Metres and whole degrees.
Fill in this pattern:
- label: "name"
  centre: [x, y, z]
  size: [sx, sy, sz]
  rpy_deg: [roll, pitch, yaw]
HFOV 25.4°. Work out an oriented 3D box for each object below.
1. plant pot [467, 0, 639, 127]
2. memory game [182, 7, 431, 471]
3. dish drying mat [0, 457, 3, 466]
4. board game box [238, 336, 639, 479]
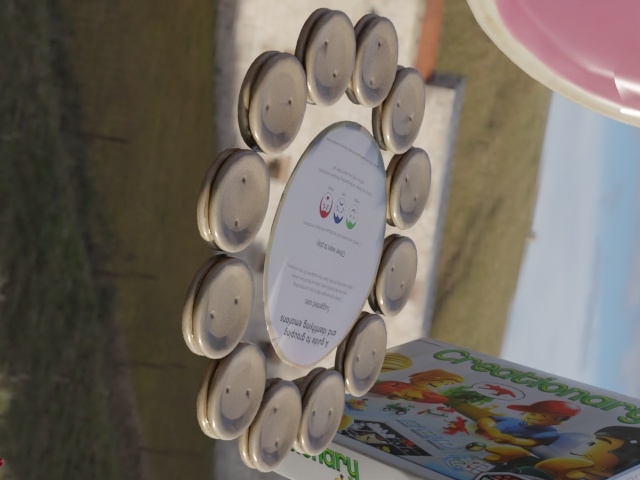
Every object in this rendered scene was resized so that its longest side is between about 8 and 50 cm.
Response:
- label: "plant pot"
  centre: [0.110, -0.131, 0.334]
  size: [0.201, 0.201, 0.180]
  rpy_deg: [92, 10, -63]
- label: "memory game"
  centre: [0.000, 0.000, 0.554]
  size: [0.186, 0.012, 0.186]
  rpy_deg: [-37, 133, -53]
- label: "dish drying mat"
  centre: [-0.236, 0.129, 0.856]
  size: [0.032, 0.083, 0.008]
  rpy_deg: [-60, 162, -64]
- label: "board game box"
  centre: [0.104, 0.143, 1.002]
  size: [0.305, 0.193, 0.053]
  rpy_deg: [13, -68, 51]
